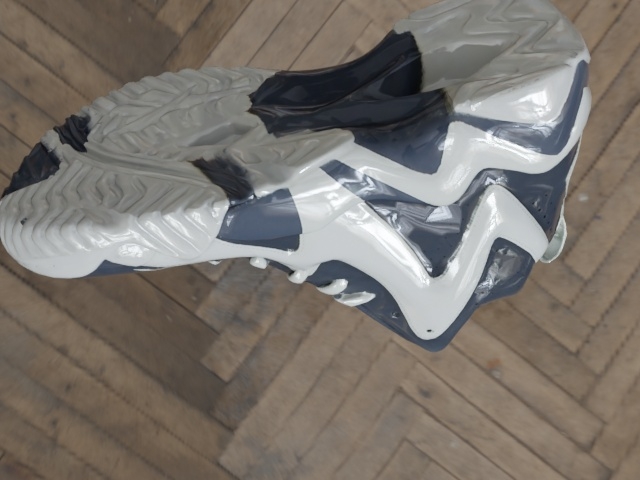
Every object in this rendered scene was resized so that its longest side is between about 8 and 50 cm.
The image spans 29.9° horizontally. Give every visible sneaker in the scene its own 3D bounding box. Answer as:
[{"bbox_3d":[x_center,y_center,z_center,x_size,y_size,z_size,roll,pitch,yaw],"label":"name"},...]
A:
[{"bbox_3d":[0.000,0.000,0.497,0.235,0.094,0.153,-21,132,-6],"label":"sneaker"}]
